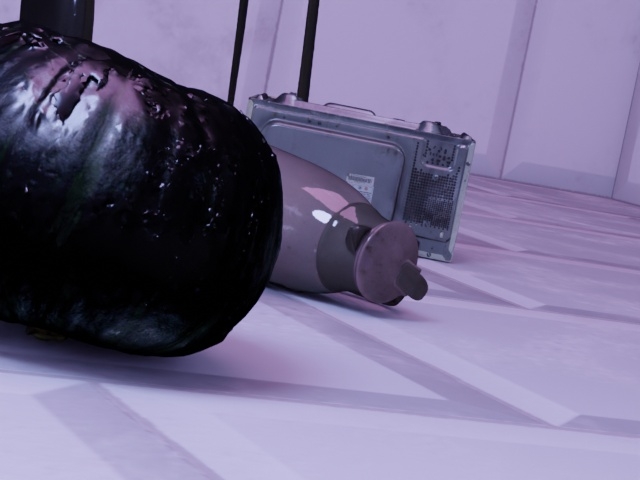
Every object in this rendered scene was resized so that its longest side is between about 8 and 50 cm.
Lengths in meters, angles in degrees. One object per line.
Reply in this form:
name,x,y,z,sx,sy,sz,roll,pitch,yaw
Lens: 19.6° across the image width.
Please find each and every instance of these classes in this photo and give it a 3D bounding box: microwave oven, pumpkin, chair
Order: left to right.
pumpkin,-0.133,-0.023,1.027,0.233,0.163,0.233,20,-1,1
chair,-0.166,-0.248,2.373,0.410,0.364,0.362,4,8,-20
microwave oven,0.033,-0.073,1.977,0.241,0.145,0.194,12,3,1

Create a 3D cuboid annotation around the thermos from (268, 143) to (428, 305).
thermos,0.000,0.000,1.455,0.193,0.105,0.137,21,-20,42
